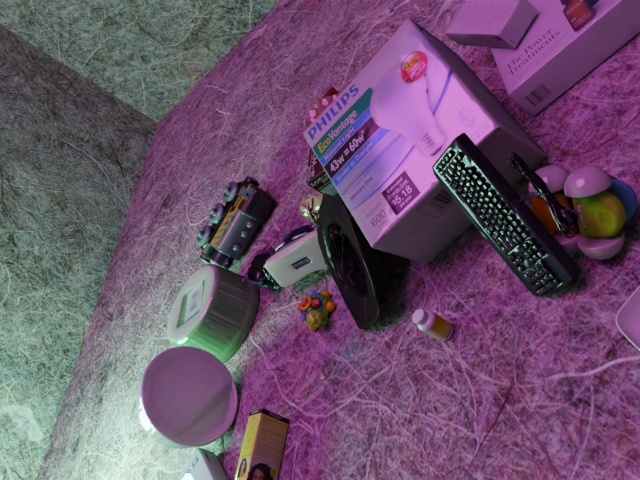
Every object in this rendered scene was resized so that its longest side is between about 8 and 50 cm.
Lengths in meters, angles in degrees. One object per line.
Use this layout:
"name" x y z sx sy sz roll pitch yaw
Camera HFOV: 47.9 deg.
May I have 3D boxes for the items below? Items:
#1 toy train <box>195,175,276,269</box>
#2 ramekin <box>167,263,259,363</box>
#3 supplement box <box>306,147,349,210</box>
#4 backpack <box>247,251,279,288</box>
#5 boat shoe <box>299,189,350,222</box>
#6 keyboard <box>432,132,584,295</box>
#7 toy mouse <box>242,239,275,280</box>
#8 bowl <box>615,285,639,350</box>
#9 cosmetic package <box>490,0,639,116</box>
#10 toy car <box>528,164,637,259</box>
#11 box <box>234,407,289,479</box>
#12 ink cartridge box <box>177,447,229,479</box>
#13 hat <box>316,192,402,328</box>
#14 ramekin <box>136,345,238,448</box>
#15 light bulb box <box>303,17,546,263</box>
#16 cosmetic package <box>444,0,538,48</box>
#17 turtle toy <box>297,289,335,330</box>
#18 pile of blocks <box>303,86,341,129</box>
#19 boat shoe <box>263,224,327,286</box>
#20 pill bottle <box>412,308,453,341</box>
"toy train" -0.287 -0.056 2.412 0.190 0.142 0.334 31 90 52
"ramekin" -0.336 0.219 2.196 0.303 0.148 0.303 -38 34 33
"supplement box" 0.080 -0.143 1.791 0.073 0.239 0.130 -35 36 37
"backpack" -0.154 0.091 2.099 0.114 0.084 0.105 2 65 54
"boat shoe" 0.002 -0.087 1.927 0.098 0.109 0.302 -36 9 -5
"keyboard" 0.332 -0.055 1.255 0.033 0.317 0.201 -31 -13 -34
"toy mouse" -0.185 0.064 2.220 0.161 0.031 0.143 -54 7 -5
"bowl" 0.519 0.112 1.045 0.142 0.053 0.142 -51 30 13
"cosmetic package" 0.545 -0.486 1.544 0.377 0.097 0.284 -41 31 30
"toy car" 0.460 -0.062 1.243 0.136 0.159 0.182 -29 18 -24
"box" -0.141 0.514 1.669 0.058 0.087 0.232 -30 41 45
"ink cartridge box" -0.323 0.731 1.766 0.324 0.071 0.330 -58 27 0
"hat" 0.106 0.034 1.672 0.331 0.134 0.331 164 90 -74
"ramekin" -0.368 0.433 1.938 0.127 0.273 0.273 -46 29 47
"light bulb box" 0.210 -0.207 1.551 0.358 0.225 0.361 -45 54 22
"cosmetic package" 0.386 -0.500 1.652 0.099 0.060 0.239 -60 25 5
"turtle toy" -0.015 0.176 1.815 0.095 0.066 0.130 -50 29 15
"pile of blocks" 0.079 -0.317 1.828 0.149 0.362 0.113 -17 78 35
"boat shoe" 0.000 0.000 1.916 0.340 0.127 0.158 -21 28 34
"pill bottle" 0.222 0.166 1.430 0.043 0.083 0.043 -38 35 33
